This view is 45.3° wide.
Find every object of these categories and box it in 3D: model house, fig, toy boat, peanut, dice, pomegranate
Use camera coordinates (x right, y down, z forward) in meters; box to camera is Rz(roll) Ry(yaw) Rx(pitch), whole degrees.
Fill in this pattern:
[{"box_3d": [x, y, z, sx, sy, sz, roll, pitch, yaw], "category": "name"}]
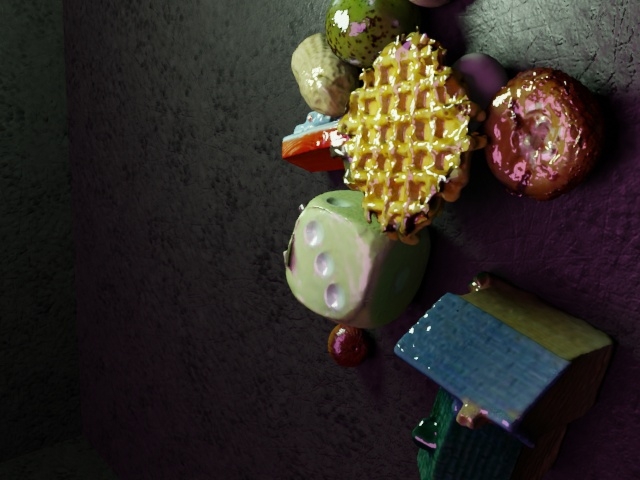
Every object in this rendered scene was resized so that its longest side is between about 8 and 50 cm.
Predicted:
[{"box_3d": [0.312, 0.309, 1.506, 0.334, 0.343, 0.382, 32, 124, 41], "category": "model house"}, {"box_3d": [0.080, 0.270, 2.003, 0.119, 0.153, 0.119, -1, 86, 12], "category": "fig"}, {"box_3d": [0.050, -0.256, 1.853, 0.332, 0.145, 0.133, -2, 70, 51], "category": "toy boat"}, {"box_3d": [0.016, -0.385, 1.798, 0.313, 0.152, 0.152, -109, 27, -59], "category": "peanut"}, {"box_3d": [0.086, 0.039, 1.754, 0.250, 0.254, 0.252, 25, 112, 30], "category": "dice"}, {"box_3d": [0.123, -0.449, 1.682, 0.214, 0.214, 0.248, 36, 164, 40], "category": "pomegranate"}]

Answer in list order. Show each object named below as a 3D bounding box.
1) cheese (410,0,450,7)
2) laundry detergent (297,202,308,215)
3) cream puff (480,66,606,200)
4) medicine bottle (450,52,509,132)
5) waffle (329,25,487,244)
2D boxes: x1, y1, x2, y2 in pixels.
[{"box_3d": [0.167, -0.569, 1.544, 0.071, 0.249, 0.163, 3, 87, 61], "category": "cheese"}, {"box_3d": [0.000, 0.000, 2.022, 0.221, 0.078, 0.144, 54, 137, 26], "category": "laundry detergent"}, {"box_3d": [0.406, -0.191, 1.399, 0.240, 0.164, 0.240, 13, 112, 34], "category": "cream puff"}, {"box_3d": [0.253, -0.252, 1.593, 0.341, 0.130, 0.130, -46, 64, 47], "category": "medicine bottle"}, {"box_3d": [0.170, -0.208, 1.529, 0.379, 0.095, 0.382, -55, 49, 42], "category": "waffle"}]
